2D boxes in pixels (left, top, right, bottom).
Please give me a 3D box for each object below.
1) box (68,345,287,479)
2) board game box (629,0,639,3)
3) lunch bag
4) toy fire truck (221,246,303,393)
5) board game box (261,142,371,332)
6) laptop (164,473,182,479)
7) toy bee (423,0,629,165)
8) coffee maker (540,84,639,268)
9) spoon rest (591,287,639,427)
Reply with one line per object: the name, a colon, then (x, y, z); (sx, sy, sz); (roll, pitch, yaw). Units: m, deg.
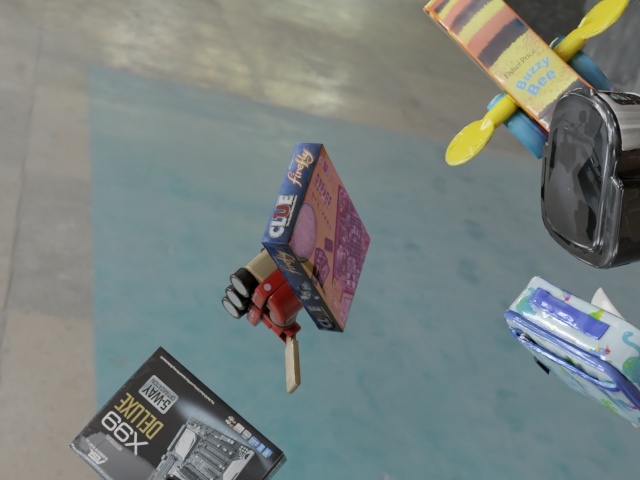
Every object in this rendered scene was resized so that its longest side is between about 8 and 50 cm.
box: (-0.253, 0.378, 1.985); (0.307, 0.242, 0.076); (39, -14, 16)
board game box: (0.532, -0.412, 1.780); (0.060, 0.194, 0.194); (-21, 15, 47)
lunch bag: (0.340, 0.138, 1.391); (0.176, 0.090, 0.219); (45, -8, -37)
toy fire truck: (-0.082, 0.161, 2.263); (0.246, 0.217, 0.158); (45, 66, 8)
board game box: (0.000, 0.000, 1.568); (0.042, 0.243, 0.165); (5, 59, 24)
laptop: (-0.011, 0.462, 1.405); (0.408, 0.382, 0.236); (-4, 48, -30)
toy bee: (0.215, -0.125, 0.960); (0.298, 0.195, 0.162); (25, 8, 3)
coffee maker: (0.260, -0.032, 0.799); (0.178, 0.171, 0.120); (-9, 0, -15)
spoon rest: (0.516, 0.185, 1.857); (0.137, 0.084, 0.276); (55, 18, -33)
